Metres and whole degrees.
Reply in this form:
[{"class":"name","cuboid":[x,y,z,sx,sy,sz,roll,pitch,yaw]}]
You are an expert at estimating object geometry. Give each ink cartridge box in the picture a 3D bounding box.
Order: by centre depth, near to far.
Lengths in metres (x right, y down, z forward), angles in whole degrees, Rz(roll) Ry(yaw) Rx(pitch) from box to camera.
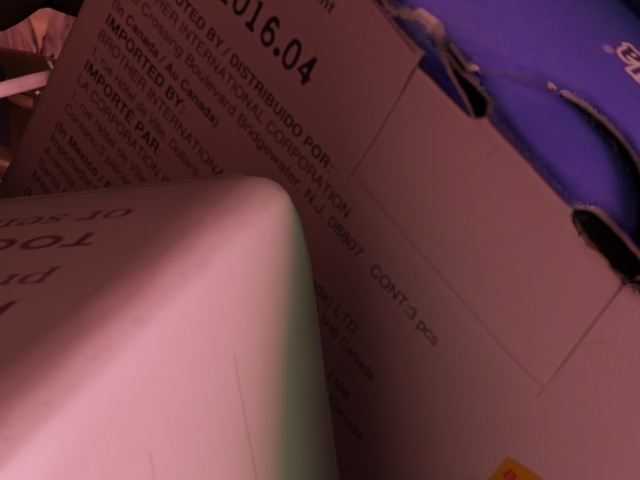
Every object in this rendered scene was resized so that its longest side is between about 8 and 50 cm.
[{"class":"ink cartridge box","cuboid":[0.040,0.051,0.553,0.151,0.395,0.270,-22,63,-42]}]

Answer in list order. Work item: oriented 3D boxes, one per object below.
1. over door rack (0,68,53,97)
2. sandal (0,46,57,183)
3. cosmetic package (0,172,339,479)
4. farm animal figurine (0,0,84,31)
[{"class":"over door rack","cuboid":[-0.113,0.050,0.786,0.324,0.108,0.240,-21,110,-57]},{"class":"sandal","cuboid":[-0.161,-0.046,0.932,0.219,0.060,0.090,19,60,-54]},{"class":"cosmetic package","cuboid":[-0.183,0.208,0.368,0.394,0.327,0.329,-49,131,-64]},{"class":"farm animal figurine","cuboid":[-0.196,-0.087,0.496,0.327,0.330,0.172,-91,-163,-62]}]
